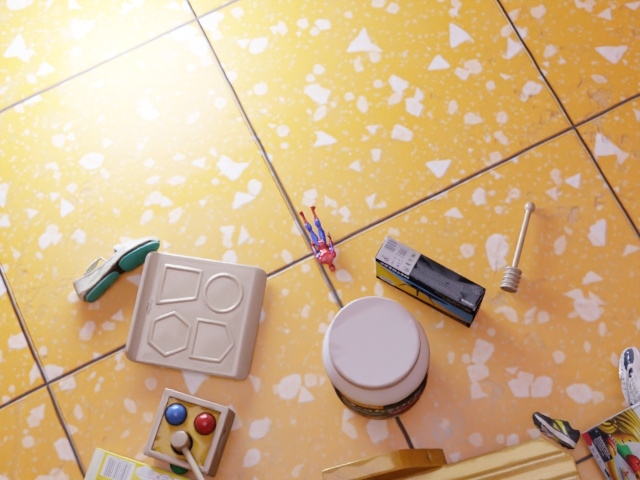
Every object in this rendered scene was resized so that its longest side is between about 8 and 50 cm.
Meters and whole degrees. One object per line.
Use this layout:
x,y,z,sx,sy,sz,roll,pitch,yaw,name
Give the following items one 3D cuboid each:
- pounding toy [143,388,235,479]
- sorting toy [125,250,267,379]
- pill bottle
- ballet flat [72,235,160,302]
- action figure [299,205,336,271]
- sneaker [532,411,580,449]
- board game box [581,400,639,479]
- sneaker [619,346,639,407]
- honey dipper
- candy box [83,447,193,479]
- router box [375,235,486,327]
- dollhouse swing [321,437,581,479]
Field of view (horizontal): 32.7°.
-0.206,0.323,1.739,0.130,0.100,0.141,16,76,9,pounding toy
-0.207,0.125,1.833,0.208,0.038,0.193,10,75,2,sorting toy
0.086,0.180,1.666,0.162,0.278,0.162,-1,74,5,pill bottle
-0.351,0.037,1.857,0.168,0.057,0.052,-39,65,-7,ballet flat
0.000,0.000,1.853,0.038,0.030,0.115,-23,79,3,action figure
0.376,0.298,1.743,0.083,0.031,0.035,38,67,9,sneaker
0.529,0.387,1.619,0.053,0.193,0.305,-18,71,-28,board game box
0.573,0.260,1.703,0.153,0.094,0.235,-21,74,-3,sneaker
0.334,0.008,1.825,0.030,0.030,0.161,16,74,9,honey dipper
-0.284,0.415,1.758,0.206,0.027,0.105,17,79,9,candy box
0.176,0.069,1.765,0.179,0.133,0.046,29,78,12,router box
0.230,0.460,1.583,0.305,0.315,0.347,-21,72,19,dollhouse swing
